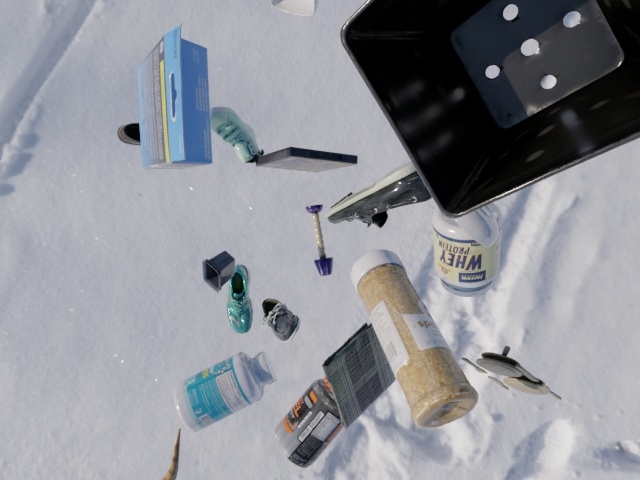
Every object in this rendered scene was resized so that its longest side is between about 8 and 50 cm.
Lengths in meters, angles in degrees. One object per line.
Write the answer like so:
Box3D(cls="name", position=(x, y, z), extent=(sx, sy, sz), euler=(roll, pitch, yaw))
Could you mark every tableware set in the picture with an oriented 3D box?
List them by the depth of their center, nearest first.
Box3D(cls="tableware set", position=(0.403, 0.273, 0.844), extent=(0.194, 0.128, 0.039), euler=(36, 64, -28))

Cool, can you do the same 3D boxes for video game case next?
Box3D(cls="video game case", position=(-0.054, -0.270, 1.366), extent=(0.248, 0.274, 0.035), euler=(0, 92, -31))

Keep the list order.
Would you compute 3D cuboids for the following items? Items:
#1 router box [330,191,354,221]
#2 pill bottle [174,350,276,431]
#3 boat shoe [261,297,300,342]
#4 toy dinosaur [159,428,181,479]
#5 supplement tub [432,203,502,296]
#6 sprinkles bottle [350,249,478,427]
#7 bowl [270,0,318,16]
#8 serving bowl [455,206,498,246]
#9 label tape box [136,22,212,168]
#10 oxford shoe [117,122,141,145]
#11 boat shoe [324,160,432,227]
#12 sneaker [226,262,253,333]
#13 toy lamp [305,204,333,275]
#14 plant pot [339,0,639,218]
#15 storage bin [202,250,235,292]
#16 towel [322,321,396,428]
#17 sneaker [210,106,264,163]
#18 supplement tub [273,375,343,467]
Box3D(cls="router box", position=(0.106, -0.116, 1.420), extent=(0.092, 0.122, 0.038), euler=(-35, 64, 21))
Box3D(cls="pill bottle", position=(-0.262, 0.414, 1.139), extent=(0.264, 0.146, 0.146), euler=(-25, 90, -5))
Box3D(cls="boat shoe", position=(-0.127, 0.234, 1.233), extent=(0.079, 0.254, 0.095), euler=(42, 88, -18))
Box3D(cls="toy dinosaur", position=(-0.253, 0.387, 0.608), extent=(0.211, 0.064, 0.112), euler=(-37, 104, 17))
Box3D(cls="supplement tub", position=(0.541, 0.026, 1.495), extent=(0.235, 0.235, 0.325), euler=(-18, 125, -5))
Box3D(cls="sprinkles bottle", position=(0.168, 0.175, 0.800), extent=(0.121, 0.355, 0.121), euler=(-10, 133, -11))
Box3D(cls="bowl", position=(-0.062, -0.629, 0.970), extent=(0.142, 0.142, 0.053), euler=(26, 63, 22))
Box3D(cls="serving bowl", position=(0.190, -0.033, 0.495), extent=(0.083, 0.083, 0.027), euler=(42, 120, -2))
Box3D(cls="label tape box", position=(-0.314, -0.291, 0.898), extent=(0.115, 0.347, 0.249), euler=(-6, 99, -36))
Box3D(cls="oxford shoe", position=(-0.516, -0.333, 1.282), extent=(0.227, 0.096, 0.083), euler=(-10, 100, -31))
Box3D(cls="boat shoe", position=(0.144, -0.089, 1.029), extent=(0.127, 0.340, 0.113), euler=(-39, 98, -46))
Box3D(cls="sneaker", position=(-0.319, 0.228, 1.552), extent=(0.106, 0.110, 0.276), euler=(-5, 93, -6))
Box3D(cls="toy lamp", position=(0.000, 0.000, 1.567), extent=(0.080, 0.080, 0.275), euler=(-8, 91, -5))
Box3D(cls="plant pot", position=(0.166, -0.161, 0.341), extent=(0.167, 0.188, 0.188), euler=(-38, 97, -47))
Box3D(cls="storage bin", position=(-0.356, 0.100, 1.415), extent=(0.098, 0.135, 0.091), euler=(37, 51, 17))
Box3D(cls="towel", position=(0.150, 0.482, 1.495), extent=(0.312, 0.056, 0.324), euler=(-32, 118, -32))
Box3D(cls="sneaker", position=(-0.286, -0.347, 1.362), extent=(0.094, 0.256, 0.151), euler=(-30, 71, 21))
Box3D(cls="supplement tub", position=(-0.012, 0.709, 1.617), extent=(0.207, 0.207, 0.338), euler=(40, 91, -2))
